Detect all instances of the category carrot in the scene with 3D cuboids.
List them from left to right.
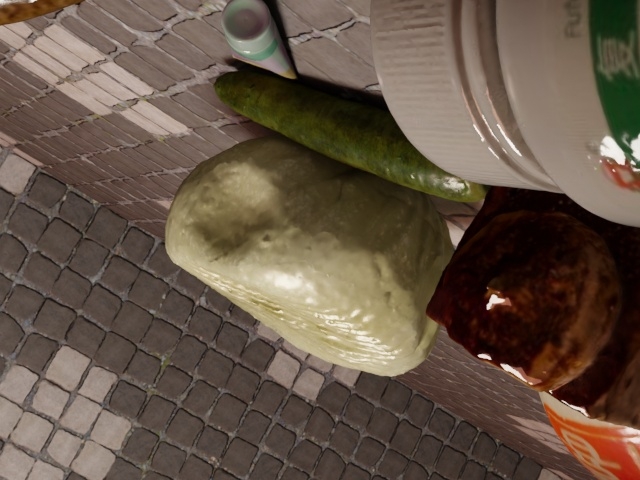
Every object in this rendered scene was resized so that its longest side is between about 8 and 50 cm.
[{"bbox_3d":[0.023,-0.116,1.143,0.358,0.074,0.074,21,167,31],"label":"carrot"}]

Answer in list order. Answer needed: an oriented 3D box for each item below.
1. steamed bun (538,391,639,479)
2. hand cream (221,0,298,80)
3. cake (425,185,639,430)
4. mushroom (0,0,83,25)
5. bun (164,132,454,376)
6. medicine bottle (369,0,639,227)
[{"bbox_3d":[0.391,0.169,1.149,0.374,0.241,0.374,29,166,8],"label":"steamed bun"},{"bbox_3d":[-0.062,-0.193,1.090,0.076,0.047,0.174,21,176,5],"label":"hand cream"},{"bbox_3d":[0.219,0.028,0.860,0.293,0.198,0.196,20,-171,-47],"label":"cake"},{"bbox_3d":[-0.136,-0.252,0.404,0.345,0.239,0.345,0,153,0],"label":"mushroom"},{"bbox_3d":[0.000,0.000,1.303,0.349,0.227,0.352,25,165,15],"label":"bun"},{"bbox_3d":[0.189,-0.104,0.491,0.208,0.208,0.340,35,166,-33],"label":"medicine bottle"}]
